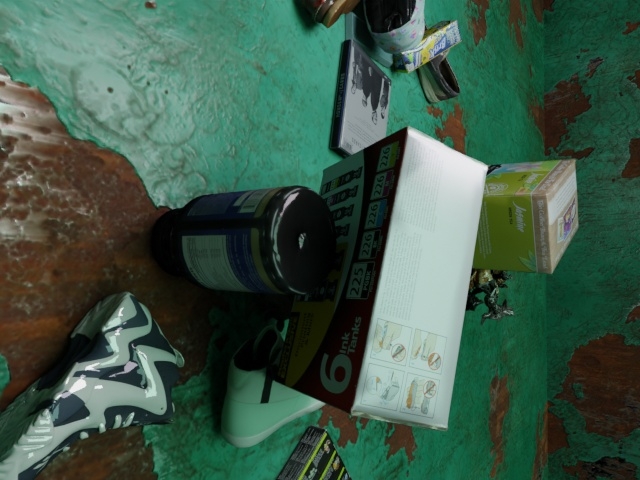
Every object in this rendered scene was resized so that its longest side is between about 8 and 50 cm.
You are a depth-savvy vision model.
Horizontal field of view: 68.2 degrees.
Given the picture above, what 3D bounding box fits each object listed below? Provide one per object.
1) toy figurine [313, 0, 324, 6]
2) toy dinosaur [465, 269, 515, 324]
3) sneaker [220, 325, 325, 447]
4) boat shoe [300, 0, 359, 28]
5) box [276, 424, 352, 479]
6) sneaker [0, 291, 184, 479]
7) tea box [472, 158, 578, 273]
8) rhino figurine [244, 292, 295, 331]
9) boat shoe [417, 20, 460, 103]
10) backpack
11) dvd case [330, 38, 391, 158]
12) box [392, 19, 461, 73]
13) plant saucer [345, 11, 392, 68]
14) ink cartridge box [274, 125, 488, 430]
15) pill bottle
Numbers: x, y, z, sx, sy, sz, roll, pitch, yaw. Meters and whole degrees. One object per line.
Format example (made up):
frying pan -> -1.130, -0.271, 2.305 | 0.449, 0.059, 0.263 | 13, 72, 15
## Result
toy figurine -> -0.076, -0.497, 0.578 | 0.363, 0.191, 0.217 | 15, 76, -29
toy dinosaur -> 0.487, 0.129, 1.466 | 0.322, 0.164, 0.218 | -19, 112, -8
sneaker -> -0.041, 0.192, 0.734 | 0.256, 0.094, 0.151 | -21, 126, -50
boat shoe -> 0.031, -0.472, 0.901 | 0.073, 0.073, 0.207 | 36, 43, -1
box -> -0.019, 0.463, 0.832 | 0.190, 0.045, 0.184 | -49, 125, -42
sneaker -> -0.229, 0.188, 0.500 | 0.153, 0.094, 0.235 | 52, 39, -29
tea box -> 0.523, -0.077, 1.343 | 0.329, 0.324, 0.220 | -33, 118, -46
rhino figurine -> -0.020, 0.073, 0.780 | 0.243, 0.073, 0.106 | -28, 123, -31
boat shoe -> 0.297, -0.494, 1.250 | 0.285, 0.092, 0.103 | 57, 47, -37
backpack -> 0.160, -0.495, 1.000 | 0.115, 0.152, 0.182 | 25, 61, -56
dvd case -> 0.092, -0.276, 1.015 | 0.179, 0.030, 0.238 | 22, 72, -52
box -> 0.256, -0.473, 1.152 | 0.169, 0.059, 0.054 | -33, 122, -10
plant saucer -> 0.113, -0.448, 1.059 | 0.192, 0.018, 0.067 | 0, 89, -53
ink cartridge box -> 0.053, 0.052, 0.621 | 0.130, 0.272, 0.309 | 19, 75, -24
pill bottle -> -0.101, 0.001, 0.576 | 0.123, 0.219, 0.122 | 1, 89, -54
